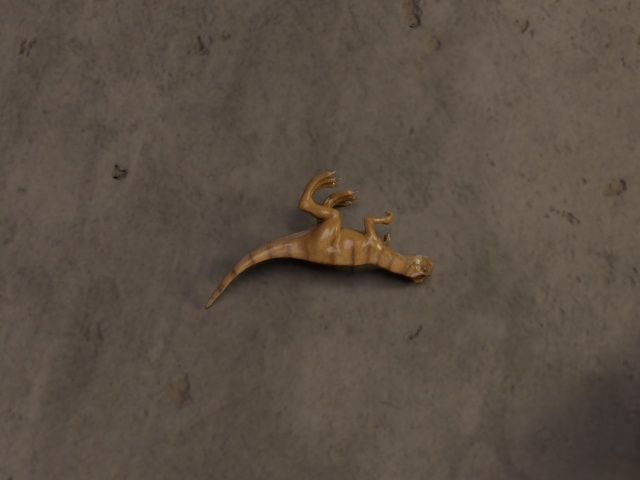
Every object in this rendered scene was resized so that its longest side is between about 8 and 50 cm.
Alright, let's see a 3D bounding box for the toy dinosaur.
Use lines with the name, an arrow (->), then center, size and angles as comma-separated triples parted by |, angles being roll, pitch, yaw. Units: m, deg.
toy dinosaur -> 0.000, 0.000, 1.279 | 0.211, 0.064, 0.112 | 1, 64, -1
